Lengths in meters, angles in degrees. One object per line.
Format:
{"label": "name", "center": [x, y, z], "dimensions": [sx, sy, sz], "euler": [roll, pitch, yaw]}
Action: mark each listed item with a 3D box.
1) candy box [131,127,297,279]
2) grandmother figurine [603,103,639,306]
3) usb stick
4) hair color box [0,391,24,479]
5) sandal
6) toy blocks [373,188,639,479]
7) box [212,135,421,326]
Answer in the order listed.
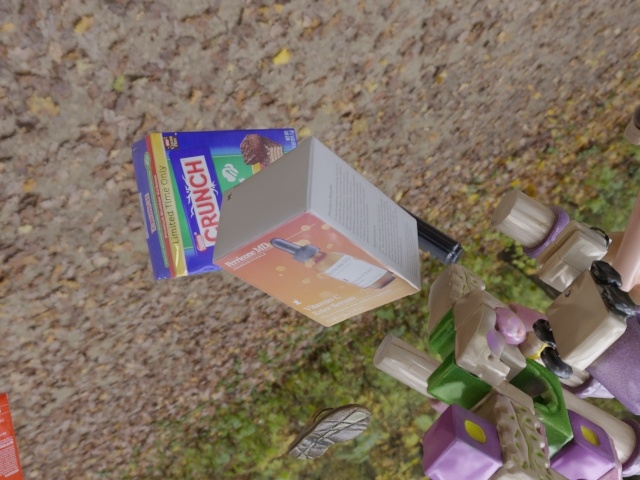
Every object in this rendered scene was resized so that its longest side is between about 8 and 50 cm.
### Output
{"label": "candy box", "center": [-0.184, -0.078, 1.210], "dimensions": [0.317, 0.269, 0.122], "euler": [-10, 178, -34]}
{"label": "grandmother figurine", "center": [0.356, -0.062, 0.600], "dimensions": [0.103, 0.208, 0.343], "euler": [-25, 138, -5]}
{"label": "usb stick", "center": [0.133, -0.042, 1.120], "dimensions": [0.045, 0.278, 0.077], "euler": [-52, 162, -13]}
{"label": "hair color box", "center": [-0.339, 0.240, 0.591], "dimensions": [0.093, 0.168, 0.053], "euler": [-14, 178, 22]}
{"label": "sandal", "center": [0.008, 0.300, 0.986], "dimensions": [0.072, 0.049, 0.180], "euler": [26, 130, -24]}
{"label": "toy blocks", "center": [0.219, 0.149, 0.539], "dimensions": [0.309, 0.260, 0.289], "euler": [-56, -174, 29]}
{"label": "box", "center": [0.000, 0.000, 0.619], "dimensions": [0.130, 0.091, 0.170], "euler": [-27, 136, 34]}
